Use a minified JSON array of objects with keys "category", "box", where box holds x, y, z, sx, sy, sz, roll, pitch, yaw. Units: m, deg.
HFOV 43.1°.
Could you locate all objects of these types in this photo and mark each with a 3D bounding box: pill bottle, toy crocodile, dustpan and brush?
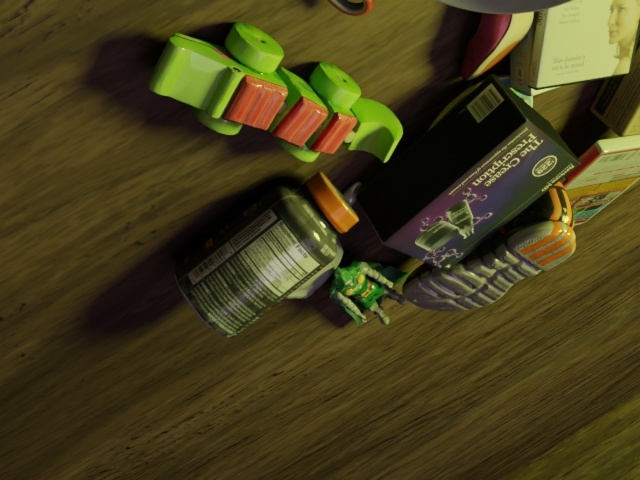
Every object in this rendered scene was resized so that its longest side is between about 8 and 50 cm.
[{"category":"pill bottle","box":[-0.068,0.013,1.109,0.246,0.130,0.130,-38,143,6]},{"category":"toy crocodile","box":[-0.043,-0.159,0.953,0.341,0.105,0.115,13,123,-44]},{"category":"dustpan and brush","box":[0.000,0.000,1.217,0.211,0.060,0.147,-43,155,23]}]

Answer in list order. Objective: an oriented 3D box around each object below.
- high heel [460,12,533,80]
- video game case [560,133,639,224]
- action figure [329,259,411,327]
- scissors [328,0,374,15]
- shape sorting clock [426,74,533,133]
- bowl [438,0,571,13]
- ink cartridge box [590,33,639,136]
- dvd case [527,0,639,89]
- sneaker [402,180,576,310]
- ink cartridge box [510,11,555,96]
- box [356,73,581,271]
[{"category":"high heel","box":[0.219,-0.310,1.038,0.082,0.117,0.244,-35,169,-26]},{"category":"video game case","box":[0.466,-0.094,1.402,0.204,0.025,0.285,-10,156,-28]},{"category":"action figure","box":[0.074,0.083,1.333,0.137,0.063,0.232,-51,150,4]},{"category":"scissors","box":[-0.020,-0.342,0.822,0.109,0.021,0.297,-10,142,41]},{"category":"shape sorting clock","box":[0.235,-0.158,1.216,0.206,0.040,0.206,-20,142,-17]},{"category":"bowl","box":[0.183,-0.379,0.801,0.298,0.134,0.298,13,153,7]},{"category":"ink cartridge box","box":[0.577,-0.275,1.299,0.235,0.088,0.193,-10,136,-28]},{"category":"dvd case","box":[0.365,-0.333,1.070,0.180,0.022,0.253,-13,121,-25]},{"category":"sneaker","box":[0.270,-0.007,1.326,0.321,0.180,0.125,-28,133,36]},{"category":"ink cartridge box","box":[0.348,-0.334,1.111,0.189,0.066,0.232,-21,120,-18]},{"category":"box","box":[0.213,-0.087,1.171,0.261,0.103,0.184,-42,146,22]}]
